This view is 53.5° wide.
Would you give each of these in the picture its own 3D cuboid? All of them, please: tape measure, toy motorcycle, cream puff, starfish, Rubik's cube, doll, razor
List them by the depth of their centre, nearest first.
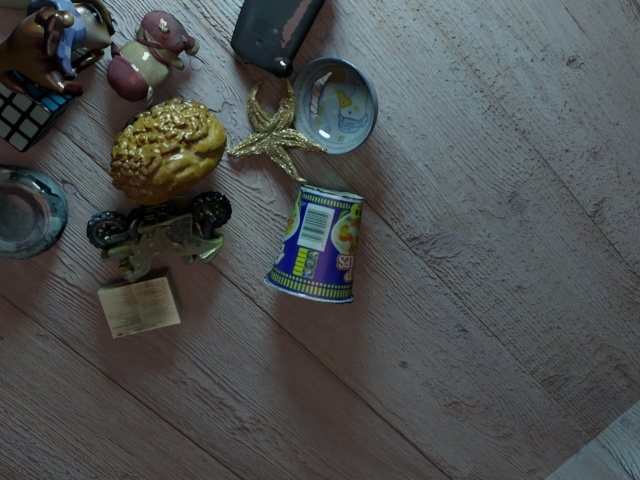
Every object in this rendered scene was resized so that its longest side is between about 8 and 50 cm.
[{"bbox_3d":[-0.635,-0.488,1.561,0.209,0.339,0.318,33,134,-23],"label":"doll"},{"bbox_3d":[-0.782,-0.358,1.683,0.162,0.160,0.163,39,114,-18],"label":"Rubik's cube"},{"bbox_3d":[-0.466,-0.494,1.713,0.256,0.196,0.152,-49,145,4],"label":"doll"},{"bbox_3d":[-0.105,-0.628,1.724,0.205,0.113,0.348,29,102,8],"label":"razor"},{"bbox_3d":[-0.428,-0.250,1.729,0.343,0.327,0.231,-15,117,37],"label":"cream puff"},{"bbox_3d":[-0.856,-0.083,1.788,0.275,0.147,0.256,36,97,-13],"label":"tape measure"},{"bbox_3d":[-0.116,-0.310,1.847,0.302,0.060,0.299,43,104,-2],"label":"starfish"},{"bbox_3d":[-0.454,-0.016,1.848,0.411,0.168,0.236,-11,128,-7],"label":"toy motorcycle"}]

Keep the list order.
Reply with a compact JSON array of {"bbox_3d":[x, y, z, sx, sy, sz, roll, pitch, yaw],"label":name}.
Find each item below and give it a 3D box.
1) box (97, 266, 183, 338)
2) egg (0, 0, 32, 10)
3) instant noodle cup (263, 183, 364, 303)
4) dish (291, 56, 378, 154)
[{"bbox_3d":[-0.548,0.191,1.946,0.212,0.095,0.167,-13,107,-4],"label":"box"},{"bbox_3d":[-0.778,-0.731,1.555,0.338,0.201,0.336,0,107,-1],"label":"egg"},{"bbox_3d":[0.000,0.000,1.897,0.285,0.284,0.312,11,98,-12],"label":"instant noodle cup"},{"bbox_3d":[0.056,-0.393,1.835,0.274,0.134,0.273,10,112,25],"label":"dish"}]
